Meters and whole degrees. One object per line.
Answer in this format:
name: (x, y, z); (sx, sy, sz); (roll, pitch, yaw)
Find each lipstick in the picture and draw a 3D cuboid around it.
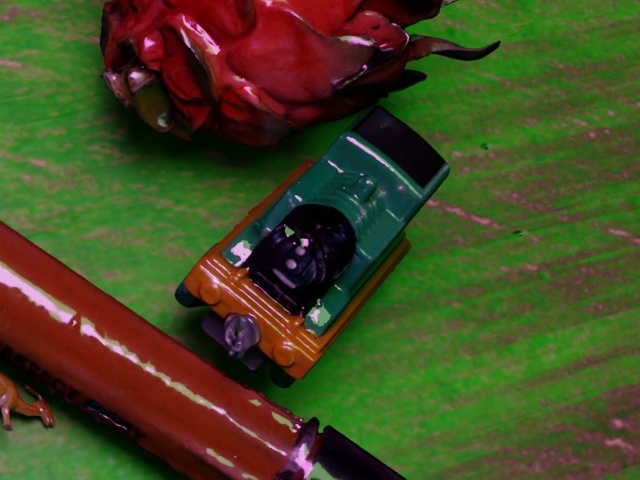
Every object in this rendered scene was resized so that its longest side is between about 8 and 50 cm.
lipstick: (-0.061, 0.107, 1.091); (0.418, 0.077, 0.077); (33, 53, -2)

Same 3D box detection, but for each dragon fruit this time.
dragon fruit: (-0.016, -0.153, 1.190); (0.274, 0.192, 0.193); (-22, 66, -20)

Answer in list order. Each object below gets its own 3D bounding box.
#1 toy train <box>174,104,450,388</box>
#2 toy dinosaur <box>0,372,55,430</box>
toy train: (0.000, 0.000, 1.131); (0.091, 0.136, 0.227); (40, 28, 2)
toy dinosaur: (-0.199, 0.080, 1.072); (0.113, 0.026, 0.041); (32, 46, -16)
